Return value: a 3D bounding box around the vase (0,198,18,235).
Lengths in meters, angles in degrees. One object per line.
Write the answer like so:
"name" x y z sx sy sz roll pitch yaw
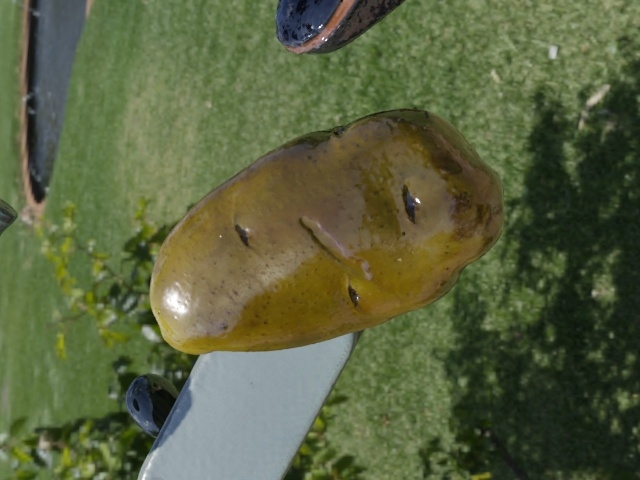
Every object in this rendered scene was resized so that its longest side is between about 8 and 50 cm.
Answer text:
"vase" -0.654 0.019 1.667 0.219 0.096 0.096 -54 29 2

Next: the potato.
"potato" 0.000 0.000 0.898 0.195 0.369 0.176 67 -179 -51

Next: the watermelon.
"watermelon" -0.244 0.250 1.343 0.111 0.078 0.078 57 160 -13

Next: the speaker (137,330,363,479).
"speaker" -0.082 0.216 1.262 0.406 0.183 0.184 -62 -10 15

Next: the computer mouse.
"computer mouse" 0.063 -0.386 1.249 0.323 0.116 0.183 -38 37 5
